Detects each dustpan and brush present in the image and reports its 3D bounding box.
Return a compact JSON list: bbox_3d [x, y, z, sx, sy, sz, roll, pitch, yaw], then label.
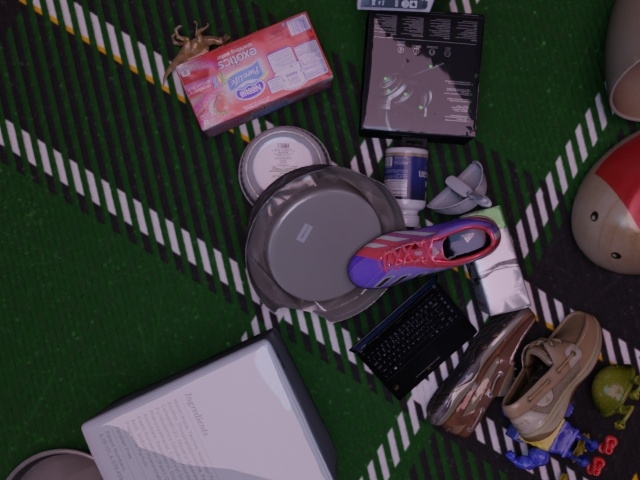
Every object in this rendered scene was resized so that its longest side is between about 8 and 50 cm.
[{"bbox_3d":[0.309,-0.099,1.879,0.147,0.211,0.060,-43,125,-1],"label":"dustpan and brush"}]

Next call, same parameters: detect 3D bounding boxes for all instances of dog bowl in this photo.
[{"bbox_3d":[0.000,0.000,1.863,0.349,0.102,0.348,-8,114,-18],"label":"dog bowl"}]

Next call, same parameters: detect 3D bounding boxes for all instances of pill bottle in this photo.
[{"bbox_3d":[0.183,-0.114,1.935,0.094,0.094,0.169,3,91,0],"label":"pill bottle"}]

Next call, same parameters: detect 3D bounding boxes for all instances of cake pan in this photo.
[{"bbox_3d":[-0.554,0.594,1.944,0.293,0.054,0.293,0,89,0],"label":"cake pan"}]

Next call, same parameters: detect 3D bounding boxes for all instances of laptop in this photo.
[{"bbox_3d":[0.200,0.207,1.863,0.234,0.136,0.264,-41,116,0],"label":"laptop"}]

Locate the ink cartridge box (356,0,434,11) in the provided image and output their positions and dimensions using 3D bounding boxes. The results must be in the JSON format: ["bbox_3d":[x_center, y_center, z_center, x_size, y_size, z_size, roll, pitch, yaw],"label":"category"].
[{"bbox_3d":[0.181,-0.541,1.897,0.208,0.206,0.045,2,126,2],"label":"ink cartridge box"}]

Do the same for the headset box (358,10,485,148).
[{"bbox_3d":[0.212,-0.340,1.920,0.247,0.131,0.283,3,89,0],"label":"headset box"}]

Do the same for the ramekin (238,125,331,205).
[{"bbox_3d":[-0.077,-0.149,1.929,0.207,0.109,0.207,0,89,0],"label":"ramekin"}]

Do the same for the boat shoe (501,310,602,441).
[{"bbox_3d":[0.479,0.253,1.848,0.110,0.122,0.341,48,51,-13],"label":"boat shoe"}]

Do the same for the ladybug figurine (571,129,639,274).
[{"bbox_3d":[0.754,-0.102,1.902,0.449,0.162,0.305,-33,89,-1],"label":"ladybug figurine"}]

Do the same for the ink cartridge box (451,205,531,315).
[{"bbox_3d":[0.360,0.043,1.900,0.093,0.160,0.219,-17,89,2],"label":"ink cartridge box"}]

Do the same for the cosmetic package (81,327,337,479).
[{"bbox_3d":[-0.206,0.408,1.810,0.394,0.329,0.327,-25,88,0],"label":"cosmetic package"}]

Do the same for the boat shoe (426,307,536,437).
[{"bbox_3d":[0.363,0.283,1.926,0.116,0.123,0.324,36,97,-5],"label":"boat shoe"}]

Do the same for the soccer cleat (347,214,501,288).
[{"bbox_3d":[0.202,0.023,1.780,0.318,0.116,0.108,-16,92,9],"label":"soccer cleat"}]

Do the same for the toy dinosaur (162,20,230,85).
[{"bbox_3d":[-0.290,-0.422,1.961,0.183,0.053,0.092,-32,91,-1],"label":"toy dinosaur"}]

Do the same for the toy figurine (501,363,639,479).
[{"bbox_3d":[0.497,0.378,1.889,0.217,0.191,0.362,29,88,5],"label":"toy figurine"}]

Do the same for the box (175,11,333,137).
[{"bbox_3d":[-0.136,-0.348,1.914,0.300,0.142,0.154,-24,89,0],"label":"box"}]

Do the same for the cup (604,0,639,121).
[{"bbox_3d":[0.730,-0.435,1.856,0.331,0.331,0.236,-11,66,0],"label":"cup"}]
